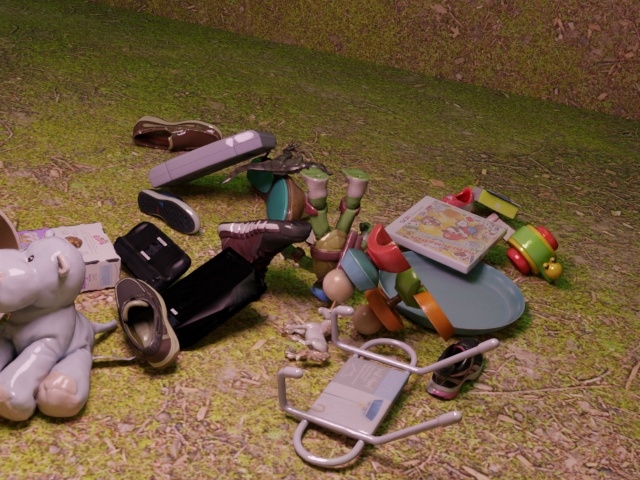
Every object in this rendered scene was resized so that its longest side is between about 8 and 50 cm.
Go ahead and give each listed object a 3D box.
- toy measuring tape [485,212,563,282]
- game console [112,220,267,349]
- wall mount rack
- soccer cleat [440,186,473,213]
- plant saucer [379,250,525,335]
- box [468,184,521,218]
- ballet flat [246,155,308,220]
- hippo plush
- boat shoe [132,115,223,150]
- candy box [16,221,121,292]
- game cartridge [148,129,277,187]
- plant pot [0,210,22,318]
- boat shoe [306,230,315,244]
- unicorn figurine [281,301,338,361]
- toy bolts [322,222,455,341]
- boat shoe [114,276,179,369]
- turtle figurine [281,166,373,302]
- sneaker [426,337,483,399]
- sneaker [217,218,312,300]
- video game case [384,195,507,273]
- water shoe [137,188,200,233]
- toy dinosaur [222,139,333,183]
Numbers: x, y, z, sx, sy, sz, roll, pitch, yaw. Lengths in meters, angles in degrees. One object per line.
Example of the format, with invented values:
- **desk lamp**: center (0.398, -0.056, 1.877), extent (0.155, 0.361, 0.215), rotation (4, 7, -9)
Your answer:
- **toy measuring tape**: center (0.478, -0.009, 1.842), extent (0.121, 0.122, 0.330), rotation (-2, 29, -20)
- **game console**: center (-0.283, 0.058, 1.490), extent (0.213, 0.044, 0.361), rotation (-35, 46, -21)
- **wall mount rack**: center (0.110, 0.228, 1.239), extent (0.304, 0.131, 0.350), rotation (13, 31, 23)
- **soccer cleat**: center (0.307, -0.071, 1.940), extent (0.248, 0.095, 0.083), rotation (-19, 38, -42)
- **plant saucer**: center (0.277, 0.115, 1.633), extent (0.317, 0.044, 0.318), rotation (7, 28, -4)
- **box**: center (0.459, -0.105, 2.022), extent (0.109, 0.042, 0.178), rotation (25, 7, -5)
- **ballet flat**: center (-0.088, -0.113, 1.918), extent (0.124, 0.116, 0.342), rotation (17, 17, -28)
- **hippo plush**: center (-0.431, 0.124, 1.192), extent (0.294, 0.237, 0.234), rotation (-8, 32, -30)
- **boat shoe**: center (-0.411, -0.289, 2.168), extent (0.257, 0.095, 0.095), rotation (5, 41, 7)
- **candy box**: center (-0.515, 0.038, 1.513), extent (0.196, 0.070, 0.165), rotation (-8, 31, -28)
- **game cartridge**: center (-0.266, -0.202, 1.874), extent (0.297, 0.062, 0.198), rotation (-19, -2, 11)
- **plant pot**: center (-0.709, 0.032, 1.319), extent (0.273, 0.257, 0.256), rotation (9, 23, 37)
- **boat shoe**: center (0.000, 0.000, 1.775), extent (0.046, 0.038, 0.125), rotation (-48, 42, -9)
- **unicorn figurine**: center (-0.015, 0.175, 1.425), extent (0.111, 0.060, 0.162), rotation (4, 44, -11)
- **toy bolts**: center (0.114, 0.111, 1.393), extent (0.158, 0.228, 0.218), rotation (-35, 33, 4)
- **boat shoe**: center (-0.316, 0.130, 1.339), extent (0.080, 0.073, 0.223), rotation (-34, 48, -5)
- **turtle figurine**: center (0.009, -0.029, 1.592), extent (0.197, 0.266, 0.275), rotation (13, 25, 12)
- **sneaker**: center (0.258, 0.218, 1.389), extent (0.071, 0.077, 0.178), rotation (20, 29, 20)
- **sneaker**: center (-0.110, 0.041, 1.510), extent (0.106, 0.163, 0.281), rotation (0, -1, -34)
- **video game case**: center (0.295, -0.020, 1.789), extent (0.226, 0.026, 0.206), rotation (25, 41, 28)
- **water shoe**: center (-0.342, -0.081, 1.791), extent (0.203, 0.073, 0.080), rotation (27, 30, 30)
- **toy dinosaur**: center (-0.104, -0.189, 1.856), extent (0.268, 0.064, 0.118), rotation (-5, 33, 6)
